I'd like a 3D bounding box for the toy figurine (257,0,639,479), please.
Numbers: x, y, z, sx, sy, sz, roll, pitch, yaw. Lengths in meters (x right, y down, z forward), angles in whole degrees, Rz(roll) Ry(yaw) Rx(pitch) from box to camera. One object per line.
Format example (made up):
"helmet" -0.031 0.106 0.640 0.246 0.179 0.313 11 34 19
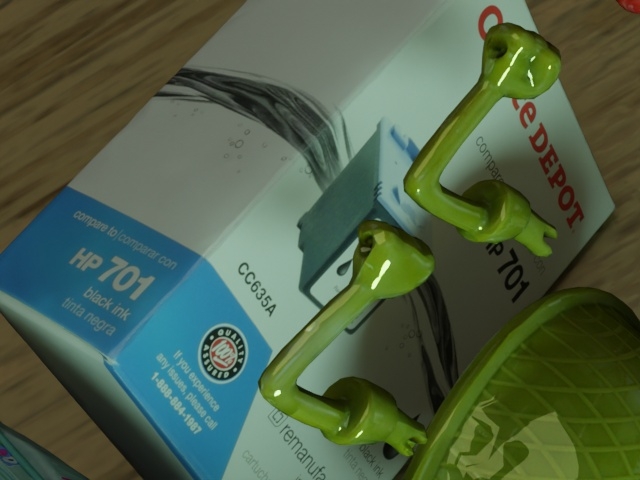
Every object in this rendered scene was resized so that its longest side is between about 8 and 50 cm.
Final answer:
"toy figurine" 0.184 -0.014 0.497 0.217 0.191 0.362 22 65 36

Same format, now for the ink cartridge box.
"ink cartridge box" 0.000 0.000 0.613 0.190 0.139 0.082 -47 44 -16

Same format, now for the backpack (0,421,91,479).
"backpack" -0.088 0.134 0.554 0.115 0.152 0.182 -40 31 -17
